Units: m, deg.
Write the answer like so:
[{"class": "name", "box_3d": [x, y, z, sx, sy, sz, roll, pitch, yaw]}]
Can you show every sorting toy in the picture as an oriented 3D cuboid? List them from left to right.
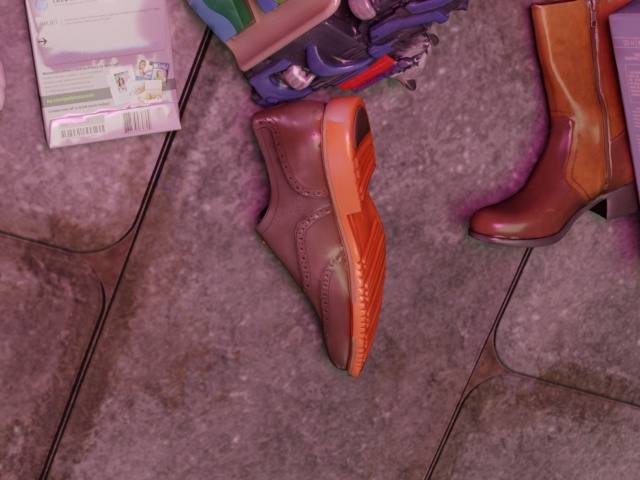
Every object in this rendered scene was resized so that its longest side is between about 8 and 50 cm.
[{"class": "sorting toy", "box_3d": [-0.096, -0.270, 1.082, 0.208, 0.193, 0.038, 52, 58, -12]}]

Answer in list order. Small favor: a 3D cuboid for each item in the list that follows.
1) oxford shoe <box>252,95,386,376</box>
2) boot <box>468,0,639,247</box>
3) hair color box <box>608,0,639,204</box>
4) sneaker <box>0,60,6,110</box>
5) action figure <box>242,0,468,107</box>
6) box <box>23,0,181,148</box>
[{"class": "oxford shoe", "box_3d": [0.000, 0.000, 1.317, 0.133, 0.130, 0.363, 1, 120, 14]}, {"class": "boot", "box_3d": [0.284, -0.145, 1.362, 0.264, 0.096, 0.280, -14, 112, -15]}, {"class": "hair color box", "box_3d": [0.477, -0.132, 1.391, 0.185, 0.114, 0.374, -34, 120, -34]}, {"class": "sneaker", "box_3d": [-0.454, -0.137, 1.039, 0.323, 0.130, 0.236, -30, 91, -14]}, {"class": "action figure", "box_3d": [0.025, -0.284, 1.151, 0.330, 0.341, 0.178, 43, 50, -34]}, {"class": "box", "box_3d": [-0.229, -0.199, 1.186, 0.145, 0.038, 0.186, -11, 113, -17]}]
